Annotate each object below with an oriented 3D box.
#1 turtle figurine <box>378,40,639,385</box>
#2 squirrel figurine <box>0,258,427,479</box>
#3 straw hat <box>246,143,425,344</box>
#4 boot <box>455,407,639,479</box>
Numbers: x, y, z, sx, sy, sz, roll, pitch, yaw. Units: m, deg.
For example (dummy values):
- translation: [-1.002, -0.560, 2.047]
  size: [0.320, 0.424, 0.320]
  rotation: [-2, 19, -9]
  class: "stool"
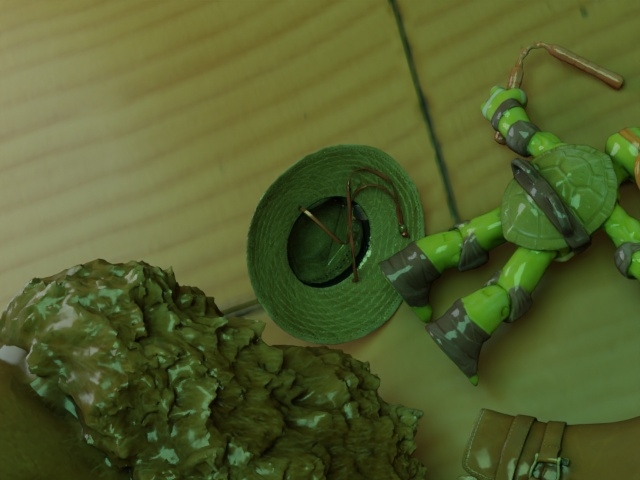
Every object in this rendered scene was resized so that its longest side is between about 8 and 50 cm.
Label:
- translation: [0.159, -0.003, 1.331]
  size: [0.217, 0.087, 0.269]
  rotation: [-40, 64, 3]
  class: "turtle figurine"
- translation: [-0.101, 0.228, 1.252]
  size: [0.370, 0.281, 0.397]
  rotation: [38, 90, 20]
  class: "squirrel figurine"
- translation: [0.000, 0.000, 1.398]
  size: [0.061, 0.144, 0.144]
  rotation: [12, 73, 62]
  class: "straw hat"
- translation: [0.174, 0.136, 1.286]
  size: [0.152, 0.073, 0.197]
  rotation: [22, 81, 24]
  class: "boot"
